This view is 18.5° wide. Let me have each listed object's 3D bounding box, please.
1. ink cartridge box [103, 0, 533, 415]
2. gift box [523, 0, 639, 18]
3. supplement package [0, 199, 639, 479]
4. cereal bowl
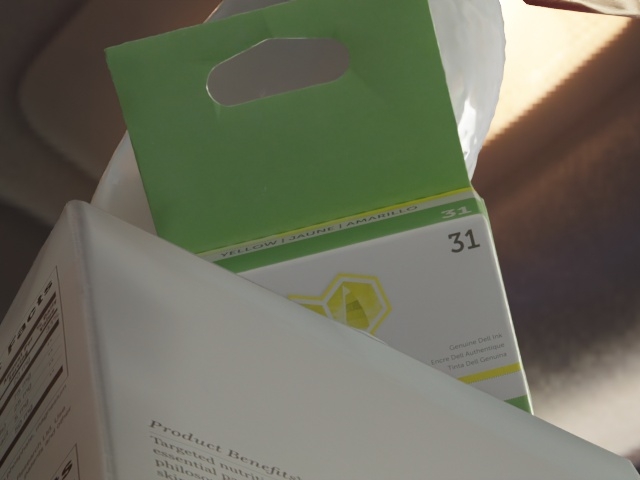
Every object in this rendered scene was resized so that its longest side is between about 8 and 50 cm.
[{"bbox_3d":[0.000,0.000,0.991,0.171,0.056,0.235,-14,-70,3],"label":"ink cartridge box"},{"bbox_3d":[0.163,-0.215,0.568,0.276,0.258,0.255,14,-18,37],"label":"gift box"},{"bbox_3d":[-0.013,0.155,0.480,0.199,0.262,0.198,26,-75,-18],"label":"supplement package"},{"bbox_3d":[-0.001,-0.056,1.271,0.141,0.339,0.339,38,-47,-22],"label":"cereal bowl"}]
